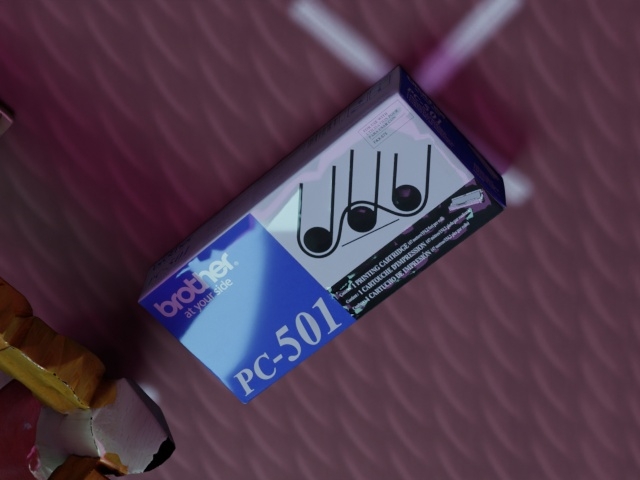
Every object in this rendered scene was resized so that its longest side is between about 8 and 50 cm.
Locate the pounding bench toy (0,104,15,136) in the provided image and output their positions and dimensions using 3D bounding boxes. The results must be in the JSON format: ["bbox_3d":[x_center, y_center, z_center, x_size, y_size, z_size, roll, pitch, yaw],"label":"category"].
[{"bbox_3d":[-0.226,-0.070,0.862,0.083,0.065,0.052,41,112,-19],"label":"pounding bench toy"}]

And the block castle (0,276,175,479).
[{"bbox_3d":[-0.325,0.182,0.807,0.303,0.453,0.213,43,154,-16],"label":"block castle"}]

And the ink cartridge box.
[{"bbox_3d":[0.000,0.000,0.900,0.207,0.046,0.097,-38,109,20],"label":"ink cartridge box"}]
